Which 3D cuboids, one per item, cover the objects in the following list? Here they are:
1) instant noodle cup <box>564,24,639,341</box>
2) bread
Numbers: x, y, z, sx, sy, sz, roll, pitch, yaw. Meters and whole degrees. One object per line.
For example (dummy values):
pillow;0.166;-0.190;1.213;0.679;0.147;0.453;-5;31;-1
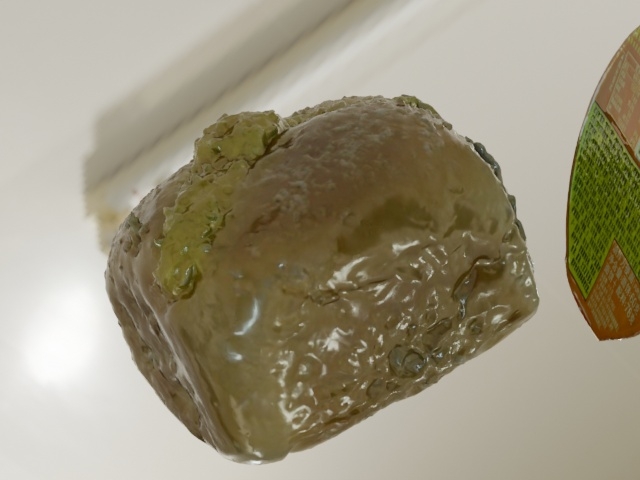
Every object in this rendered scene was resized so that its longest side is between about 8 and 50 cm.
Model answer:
instant noodle cup;0.240;-0.016;0.898;0.168;0.185;0.168;-170;-90;-74
bread;0.000;0.000;1.083;0.246;0.176;0.195;-25;-153;-23
